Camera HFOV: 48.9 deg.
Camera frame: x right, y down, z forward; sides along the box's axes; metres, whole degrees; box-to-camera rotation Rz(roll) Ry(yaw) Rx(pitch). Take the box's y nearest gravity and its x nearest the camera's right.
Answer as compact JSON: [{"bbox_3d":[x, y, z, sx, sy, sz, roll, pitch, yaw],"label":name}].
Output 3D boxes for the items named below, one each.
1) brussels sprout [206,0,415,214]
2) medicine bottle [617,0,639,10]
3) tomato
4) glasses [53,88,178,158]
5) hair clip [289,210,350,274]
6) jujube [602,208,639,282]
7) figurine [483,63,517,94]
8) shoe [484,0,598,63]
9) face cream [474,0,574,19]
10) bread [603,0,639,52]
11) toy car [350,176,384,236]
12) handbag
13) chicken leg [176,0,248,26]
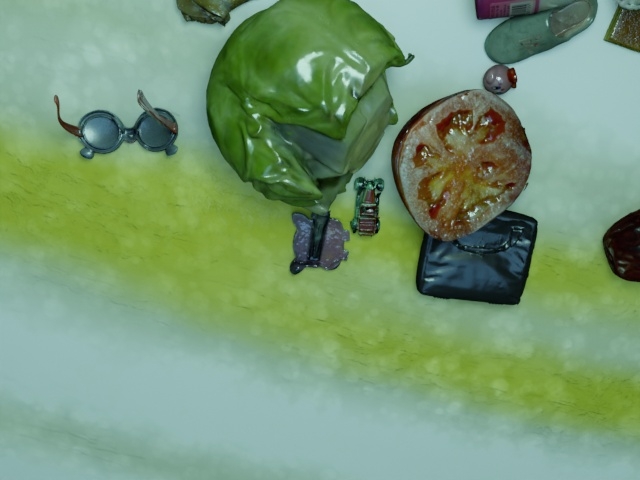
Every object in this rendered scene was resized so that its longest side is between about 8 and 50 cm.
[{"bbox_3d":[-0.046,-0.301,1.461,0.361,0.342,0.425,33,105,15],"label":"brussels sprout"},{"bbox_3d":[0.780,-0.604,1.395,0.378,0.213,0.214,-16,111,-7],"label":"medicine bottle"},{"bbox_3d":[0.297,-0.183,1.588,0.338,0.143,0.339,-5,108,-17],"label":"tomato"},{"bbox_3d":[-0.441,-0.241,1.505,0.234,0.268,0.118,-1,92,1],"label":"glasses"},{"bbox_3d":[0.000,-0.004,1.721,0.146,0.056,0.187,3,120,-4],"label":"hair clip"},{"bbox_3d":[0.804,-0.003,1.670,0.243,0.183,0.183,-16,111,12],"label":"jujube"},{"bbox_3d":[0.401,-0.360,1.581,0.071,0.083,0.067,-14,68,13],"label":"figurine"},{"bbox_3d":[0.481,-0.455,1.519,0.251,0.100,0.103,-26,116,17],"label":"shoe"},{"bbox_3d":[0.409,-0.550,1.434,0.194,0.175,0.175,-5,111,11],"label":"face cream"},{"bbox_3d":[0.691,-0.473,1.561,0.094,0.035,0.090,17,109,-8],"label":"bread"},{"bbox_3d":[0.113,-0.082,1.687,0.073,0.054,0.143,3,112,-4],"label":"toy car"},{"bbox_3d":[0.379,0.032,1.722,0.275,0.088,0.244,7,108,-1],"label":"handbag"},{"bbox_3d":[-0.209,-0.519,1.500,0.196,0.080,0.125,1,98,-3],"label":"chicken leg"}]
